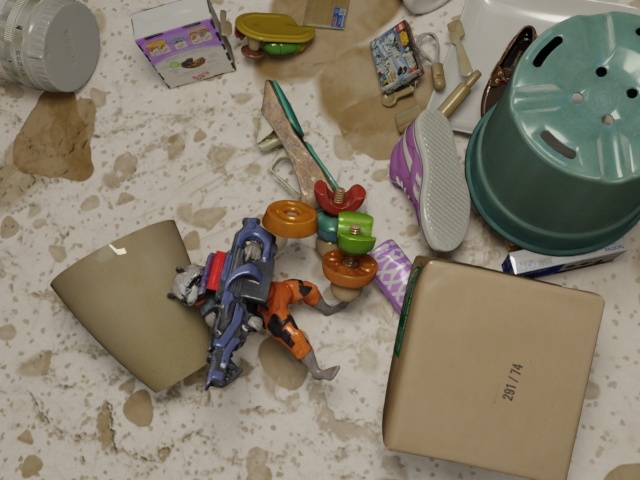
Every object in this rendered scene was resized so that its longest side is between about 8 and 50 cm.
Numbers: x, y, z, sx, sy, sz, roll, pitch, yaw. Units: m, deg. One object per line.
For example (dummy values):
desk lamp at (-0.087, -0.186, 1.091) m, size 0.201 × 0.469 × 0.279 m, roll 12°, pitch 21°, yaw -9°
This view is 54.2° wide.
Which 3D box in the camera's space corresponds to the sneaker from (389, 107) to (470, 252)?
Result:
sneaker at (0.205, -0.098, 1.230) m, size 0.102 × 0.161 × 0.281 m, roll 6°, pitch 70°, yaw -22°

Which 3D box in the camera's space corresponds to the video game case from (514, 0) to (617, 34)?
video game case at (0.545, -0.409, 1.331) m, size 0.227 × 0.026 × 0.206 m, roll -15°, pitch 74°, yaw 3°

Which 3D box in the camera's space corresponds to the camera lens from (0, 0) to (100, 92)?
camera lens at (-0.669, -0.461, 1.396) m, size 0.275 × 0.219 × 0.219 m, roll 17°, pitch 78°, yaw 11°

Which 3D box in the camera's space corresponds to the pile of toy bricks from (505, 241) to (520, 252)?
pile of toy bricks at (0.459, -0.052, 1.204) m, size 0.213 × 0.105 × 0.118 m, roll -13°, pitch 74°, yaw 3°

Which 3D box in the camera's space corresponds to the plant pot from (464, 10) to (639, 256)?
plant pot at (0.418, -0.169, 1.009) m, size 0.342 × 0.334 × 0.340 m, roll -2°, pitch 79°, yaw 9°

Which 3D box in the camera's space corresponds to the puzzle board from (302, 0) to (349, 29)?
puzzle board at (0.017, -0.545, 1.441) m, size 0.097 × 0.011 × 0.128 m, roll 8°, pitch 77°, yaw 8°

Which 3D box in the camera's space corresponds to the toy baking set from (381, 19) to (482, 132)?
toy baking set at (0.233, -0.343, 1.308) m, size 0.256 × 0.030 × 0.196 m, roll -46°, pitch 59°, yaw 10°

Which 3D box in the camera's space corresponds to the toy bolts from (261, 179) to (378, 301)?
toy bolts at (0.000, 0.000, 1.181) m, size 0.219 × 0.228 × 0.158 m, roll 9°, pitch 121°, yaw -1°

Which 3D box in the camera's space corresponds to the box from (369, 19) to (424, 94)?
box at (0.163, -0.393, 1.343) m, size 0.094 × 0.027 × 0.136 m, roll -25°, pitch 62°, yaw 31°

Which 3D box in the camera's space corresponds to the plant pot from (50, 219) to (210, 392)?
plant pot at (-0.328, 0.141, 1.199) m, size 0.257 × 0.256 × 0.273 m, roll -29°, pitch 90°, yaw -1°

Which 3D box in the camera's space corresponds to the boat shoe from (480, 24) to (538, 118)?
boat shoe at (0.372, -0.326, 1.240) m, size 0.073 × 0.073 × 0.206 m, roll 21°, pitch 85°, yaw 18°

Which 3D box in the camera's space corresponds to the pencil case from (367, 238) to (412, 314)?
pencil case at (0.159, 0.093, 1.211) m, size 0.088 × 0.086 × 0.206 m, roll -26°, pitch 70°, yaw -32°

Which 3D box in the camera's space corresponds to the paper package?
paper package at (0.279, 0.211, 1.067) m, size 0.310 × 0.168 × 0.324 m, roll 12°, pitch 92°, yaw -1°

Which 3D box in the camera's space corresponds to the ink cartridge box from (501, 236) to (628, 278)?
ink cartridge box at (0.457, 0.032, 1.186) m, size 0.207 × 0.097 × 0.046 m, roll -13°, pitch 74°, yaw 4°

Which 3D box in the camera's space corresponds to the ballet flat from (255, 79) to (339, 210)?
ballet flat at (-0.072, -0.197, 1.313) m, size 0.106 × 0.107 × 0.315 m, roll -31°, pitch 72°, yaw 6°

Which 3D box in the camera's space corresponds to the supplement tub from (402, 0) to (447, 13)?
supplement tub at (0.207, -0.617, 1.367) m, size 0.144 × 0.144 × 0.199 m, roll -27°, pitch 73°, yaw 0°

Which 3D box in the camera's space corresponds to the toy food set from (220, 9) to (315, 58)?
toy food set at (-0.123, -0.446, 1.384) m, size 0.218 × 0.071 × 0.128 m, roll -2°, pitch 45°, yaw -19°

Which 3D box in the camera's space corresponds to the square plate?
square plate at (0.430, -0.353, 1.294) m, size 0.344 × 0.049 × 0.347 m, roll 19°, pitch 83°, yaw 18°

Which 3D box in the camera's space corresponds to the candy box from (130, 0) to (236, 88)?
candy box at (-0.289, -0.424, 1.349) m, size 0.165 × 0.196 × 0.070 m, roll -15°, pitch 72°, yaw 3°

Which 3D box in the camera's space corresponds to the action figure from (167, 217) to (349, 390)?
action figure at (-0.123, 0.150, 1.120) m, size 0.330 × 0.178 × 0.341 m, roll 28°, pitch 50°, yaw -11°
